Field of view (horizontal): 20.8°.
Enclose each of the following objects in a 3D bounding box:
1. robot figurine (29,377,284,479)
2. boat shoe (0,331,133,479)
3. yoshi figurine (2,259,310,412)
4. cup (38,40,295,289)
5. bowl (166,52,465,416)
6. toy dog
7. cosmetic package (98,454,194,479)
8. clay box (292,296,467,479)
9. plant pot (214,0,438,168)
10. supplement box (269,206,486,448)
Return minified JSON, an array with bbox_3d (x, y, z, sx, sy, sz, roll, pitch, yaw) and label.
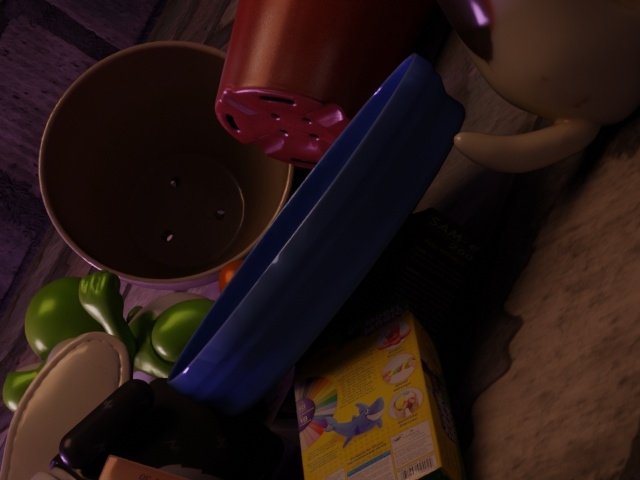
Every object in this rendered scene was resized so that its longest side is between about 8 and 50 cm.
[{"bbox_3d":[-0.169,0.250,1.734,0.278,0.209,0.173,-38,3,-22],"label":"robot figurine"},{"bbox_3d":[-0.275,0.254,1.855,0.324,0.117,0.097,-70,-19,-5],"label":"boat shoe"},{"bbox_3d":[-0.204,0.092,1.964,0.362,0.203,0.203,-18,26,22],"label":"yoshi figurine"},{"bbox_3d":[-0.192,-0.071,2.340,0.331,0.331,0.237,-62,-10,-13],"label":"cup"},{"bbox_3d":[0.000,0.000,1.646,0.391,0.077,0.391,-53,5,6],"label":"bowl"},{"bbox_3d":[0.138,-0.301,1.535,0.395,0.408,0.284,-57,15,1],"label":"toy dog"},{"bbox_3d":[-0.159,0.357,1.528,0.129,0.153,0.296,59,-133,-65],"label":"cosmetic package"},{"bbox_3d":[0.046,0.154,1.474,0.127,0.053,0.222,-30,34,17],"label":"clay box"},{"bbox_3d":[0.003,-0.246,2.152,0.272,0.272,0.265,-27,43,61],"label":"plant pot"},{"bbox_3d":[0.054,0.092,1.656,0.239,0.073,0.130,-63,18,-15],"label":"supplement box"}]
